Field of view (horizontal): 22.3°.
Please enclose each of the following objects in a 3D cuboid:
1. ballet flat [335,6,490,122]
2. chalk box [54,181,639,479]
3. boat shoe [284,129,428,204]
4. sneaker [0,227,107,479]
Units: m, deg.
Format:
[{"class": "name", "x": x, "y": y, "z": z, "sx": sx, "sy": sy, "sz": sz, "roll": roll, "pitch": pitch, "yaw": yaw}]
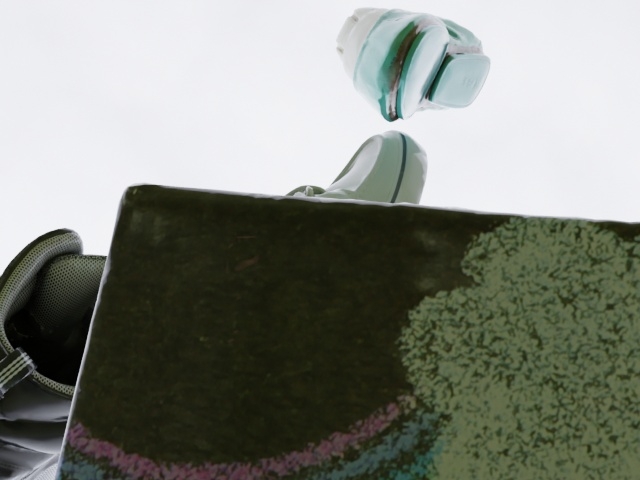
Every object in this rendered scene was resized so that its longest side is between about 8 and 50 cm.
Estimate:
[{"class": "ballet flat", "x": 0.058, "y": -0.135, "z": 1.209, "sx": 0.087, "sy": 0.247, "sz": 0.083, "roll": 27, "pitch": -79, "yaw": 15}, {"class": "chalk box", "x": 0.030, "y": 0.156, "z": 0.383, "sx": 0.180, "sy": 0.179, "sz": 0.289, "roll": 4, "pitch": -111, "yaw": 18}, {"class": "boat shoe", "x": 0.000, "y": 0.000, "z": 1.204, "sx": 0.084, "sy": 0.095, "sz": 0.258, "roll": 41, "pitch": -129, "yaw": -19}, {"class": "sneaker", "x": -0.122, "y": 0.063, "z": 0.815, "sx": 0.101, "sy": 0.153, "sz": 0.268, "roll": 45, "pitch": -156, "yaw": 3}]
